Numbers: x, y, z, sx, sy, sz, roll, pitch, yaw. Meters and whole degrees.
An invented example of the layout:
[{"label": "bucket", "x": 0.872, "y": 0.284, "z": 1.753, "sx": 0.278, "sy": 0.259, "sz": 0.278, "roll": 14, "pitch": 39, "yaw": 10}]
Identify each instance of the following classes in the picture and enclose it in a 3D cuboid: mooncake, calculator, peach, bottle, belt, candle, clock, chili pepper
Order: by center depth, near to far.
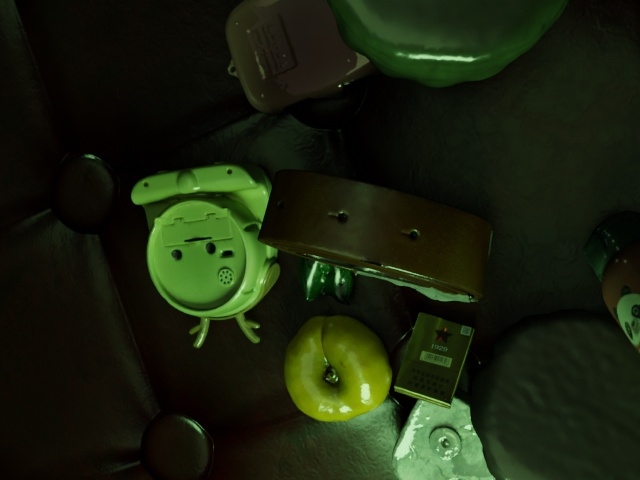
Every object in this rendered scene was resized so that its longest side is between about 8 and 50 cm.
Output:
[{"label": "bottle", "x": 0.454, "y": 0.095, "z": 1.017, "sx": 0.143, "sy": 0.336, "sz": 0.144, "roll": -7, "pitch": 129, "yaw": -9}, {"label": "mooncake", "x": 0.173, "y": -0.393, "z": 1.101, "sx": 0.356, "sy": 0.194, "sz": 0.357, "roll": 0, "pitch": 94, "yaw": 4}, {"label": "mooncake", "x": 0.349, "y": 0.240, "z": 1.121, "sx": 0.283, "sy": 0.141, "sz": 0.283, "roll": -2, "pitch": 75, "yaw": 7}, {"label": "belt", "x": 0.084, "y": -0.003, "z": 1.162, "sx": 0.338, "sy": 0.217, "sz": 0.122, "roll": 14, "pitch": 84, "yaw": 1}, {"label": "candle", "x": 0.199, "y": 0.299, "z": 1.240, "sx": 0.192, "sy": 0.068, "sz": 0.169, "roll": -18, "pitch": 87, "yaw": 17}, {"label": "calculator", "x": -0.008, "y": -0.331, "z": 1.266, "sx": 0.329, "sy": 0.048, "sz": 0.220, "roll": -21, "pitch": 89, "yaw": 20}, {"label": "peach", "x": 0.026, "y": 0.202, "z": 1.273, "sx": 0.179, "sy": 0.103, "sz": 0.179, "roll": 1, "pitch": 92, "yaw": 20}, {"label": "chili pepper", "x": 0.000, "y": 0.000, "z": 1.286, "sx": 0.098, "sy": 0.061, "sz": 0.224, "roll": -13, "pitch": 87, "yaw": 6}, {"label": "clock", "x": -0.184, "y": 0.028, "z": 1.336, "sx": 0.235, "sy": 0.096, "sz": 0.308, "roll": -7, "pitch": 94, "yaw": 19}]

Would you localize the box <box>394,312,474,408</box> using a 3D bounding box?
[{"label": "box", "x": 0.175, "y": 0.182, "z": 1.221, "sx": 0.090, "sy": 0.023, "sz": 0.133, "roll": 15, "pitch": 62, "yaw": 16}]
